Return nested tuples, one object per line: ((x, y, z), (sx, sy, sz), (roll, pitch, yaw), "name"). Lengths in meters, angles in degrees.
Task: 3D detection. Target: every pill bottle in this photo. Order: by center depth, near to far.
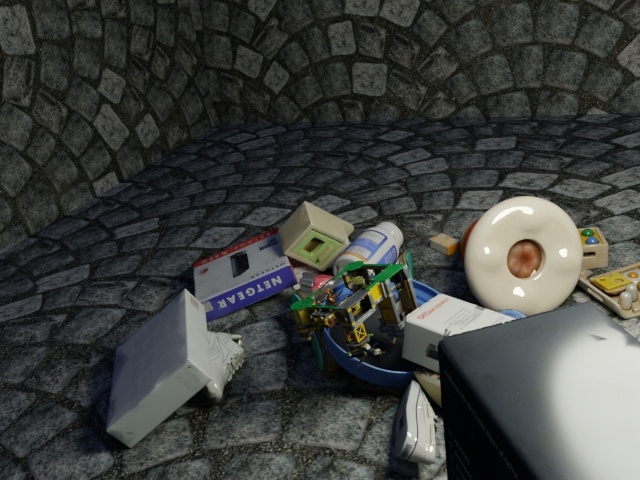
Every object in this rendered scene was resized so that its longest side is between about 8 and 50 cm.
((0.168, 0.051, 2.210), (0.152, 0.153, 0.272), (7, 33, 32), "pill bottle")

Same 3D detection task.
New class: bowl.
((0.191, 0.240, 1.802), (0.390, 0.077, 0.391), (4, 35, -3), "bowl")

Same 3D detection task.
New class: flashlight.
((0.086, 0.165, 2.059), (0.303, 0.103, 0.103), (8, 29, 11), "flashlight")

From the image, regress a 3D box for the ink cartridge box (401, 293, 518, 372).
((0.360, 0.245, 1.599), (0.272, 0.114, 0.197), (19, 26, 33), "ink cartridge box")

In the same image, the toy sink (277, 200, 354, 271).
((0.000, 0.000, 2.234), (0.153, 0.234, 0.131), (-46, 39, 25), "toy sink")

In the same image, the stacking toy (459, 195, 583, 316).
((0.538, 0.032, 2.048), (0.350, 0.351, 0.480), (-14, 8, -8), "stacking toy")

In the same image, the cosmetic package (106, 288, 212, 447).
((-0.435, 0.332, 1.800), (0.284, 0.097, 0.377), (-39, 26, 6), "cosmetic package")

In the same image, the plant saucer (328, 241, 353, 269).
((0.077, 0.065, 2.360), (0.194, 0.038, 0.195), (-8, 26, 4), "plant saucer")

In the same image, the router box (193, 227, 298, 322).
((-0.262, 0.111, 2.268), (0.335, 0.082, 0.301), (-23, 27, -1), "router box")

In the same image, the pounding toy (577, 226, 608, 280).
((0.799, 0.041, 2.076), (0.180, 0.094, 0.206), (-5, 26, 10), "pounding toy")

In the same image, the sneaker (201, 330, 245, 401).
((-0.278, 0.338, 1.862), (0.129, 0.111, 0.297), (-5, 27, -3), "sneaker")

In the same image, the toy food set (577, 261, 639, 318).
((0.912, 0.104, 1.907), (0.305, 0.093, 0.220), (-15, 26, -11), "toy food set")

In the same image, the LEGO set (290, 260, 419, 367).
((0.101, 0.197, 1.680), (0.254, 0.192, 0.331), (-6, 20, 37), "LEGO set")

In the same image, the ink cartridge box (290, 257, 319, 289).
((-0.068, 0.096, 2.322), (0.104, 0.060, 0.180), (-15, 26, -10), "ink cartridge box")

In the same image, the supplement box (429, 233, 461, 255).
((0.438, 0.013, 2.332), (0.062, 0.036, 0.098), (-22, 28, -25), "supplement box")

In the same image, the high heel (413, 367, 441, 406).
((0.372, 0.340, 1.606), (0.261, 0.093, 0.186), (27, 48, 27), "high heel")

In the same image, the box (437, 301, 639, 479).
((0.404, 0.429, 0.994), (0.297, 0.472, 0.480), (-14, 26, -8), "box")

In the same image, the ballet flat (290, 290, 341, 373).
((0.013, 0.254, 1.921), (0.124, 0.116, 0.342), (-7, 27, -16), "ballet flat")

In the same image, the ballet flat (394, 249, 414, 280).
((0.272, 0.095, 2.196), (0.067, 0.073, 0.206), (-19, 20, 15), "ballet flat")

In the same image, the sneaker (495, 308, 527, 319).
((0.475, 0.242, 1.823), (0.221, 0.083, 0.087), (-1, 40, 30), "sneaker")

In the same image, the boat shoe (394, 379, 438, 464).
((0.228, 0.417, 1.529), (0.088, 0.096, 0.267), (23, 16, 0), "boat shoe")
